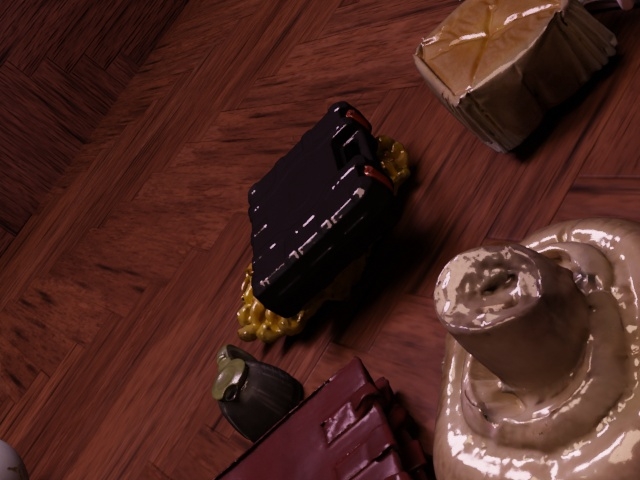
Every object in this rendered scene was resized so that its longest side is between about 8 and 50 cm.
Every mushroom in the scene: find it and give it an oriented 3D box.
[{"bbox_3d":[0.166,0.089,0.634,0.254,0.234,0.260,-56,27,-2],"label":"mushroom"}]

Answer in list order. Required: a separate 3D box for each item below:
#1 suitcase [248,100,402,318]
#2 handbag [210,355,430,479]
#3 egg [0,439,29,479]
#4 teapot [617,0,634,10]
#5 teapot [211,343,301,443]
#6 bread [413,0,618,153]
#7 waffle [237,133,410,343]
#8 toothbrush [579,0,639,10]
[{"bbox_3d":[-0.006,-0.048,1.137,0.206,0.066,0.285,-44,25,17],"label":"suitcase"},{"bbox_3d":[-0.013,0.274,0.851,0.275,0.084,0.260,-45,26,11],"label":"handbag"},{"bbox_3d":[-0.552,0.431,1.388,0.183,0.183,0.264,-14,52,51],"label":"egg"},{"bbox_3d":[0.300,-0.352,0.993,0.159,0.116,0.245,-22,62,9],"label":"teapot"},{"bbox_3d":[-0.091,0.180,1.084,0.092,0.091,0.124,-57,27,-15],"label":"teapot"},{"bbox_3d":[0.226,-0.216,1.069,0.192,0.110,0.210,-44,30,8],"label":"bread"},{"bbox_3d":[-0.003,-0.002,1.218,0.307,0.060,0.311,-33,31,36],"label":"waffle"},{"bbox_3d":[0.343,-0.288,1.074,0.037,0.028,0.375,-60,27,-6],"label":"toothbrush"}]
